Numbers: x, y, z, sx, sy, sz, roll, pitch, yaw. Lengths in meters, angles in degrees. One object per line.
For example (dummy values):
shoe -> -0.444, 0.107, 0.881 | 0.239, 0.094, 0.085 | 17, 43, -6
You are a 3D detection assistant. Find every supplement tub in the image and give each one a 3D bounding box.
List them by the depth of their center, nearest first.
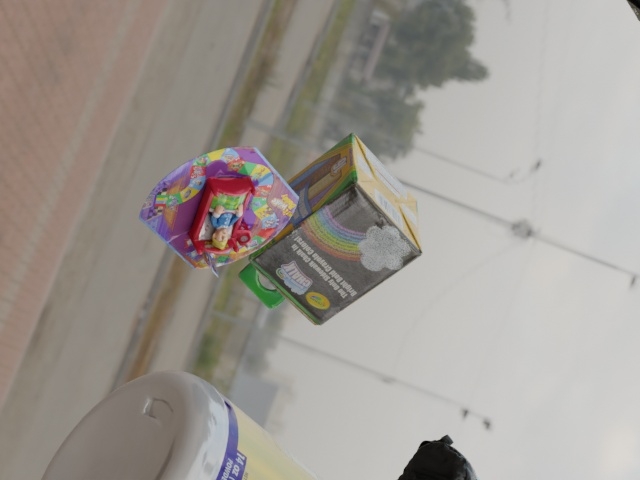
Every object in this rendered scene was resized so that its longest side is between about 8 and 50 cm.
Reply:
supplement tub -> -0.098, 0.310, 1.336 | 0.241, 0.331, 0.241 | -31, -147, 24

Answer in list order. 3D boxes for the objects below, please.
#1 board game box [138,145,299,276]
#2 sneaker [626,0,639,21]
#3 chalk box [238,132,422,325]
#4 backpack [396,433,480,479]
board game box -> -0.092, -0.020, 1.306 | 0.168, 0.133, 0.033 | 49, 11, -52
sneaker -> 0.367, -0.308, 1.527 | 0.078, 0.234, 0.106 | -46, 161, -57
chalk box -> 0.000, 0.000, 1.608 | 0.213, 0.132, 0.132 | -35, -155, 20
backpack -> 0.142, 0.332, 1.541 | 0.152, 0.115, 0.182 | -43, 139, -8
